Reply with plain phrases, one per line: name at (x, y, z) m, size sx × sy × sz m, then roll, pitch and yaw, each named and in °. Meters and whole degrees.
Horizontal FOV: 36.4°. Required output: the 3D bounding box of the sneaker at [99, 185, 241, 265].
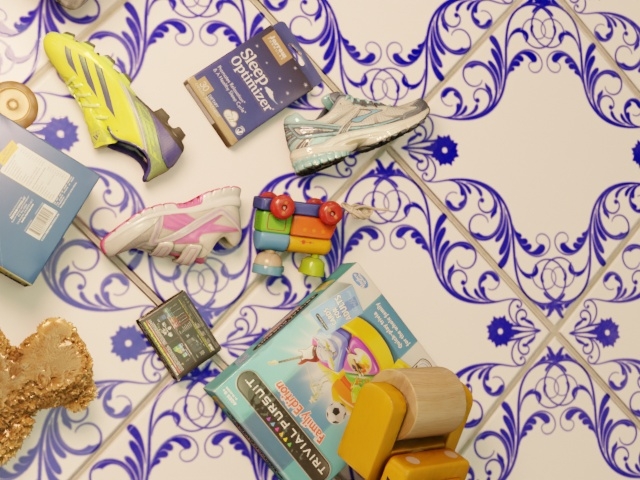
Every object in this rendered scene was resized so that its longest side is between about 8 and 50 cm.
sneaker at (-0.233, -0.008, 1.597) m, size 0.252 × 0.103 × 0.111 m, roll -17°, pitch 90°, yaw -20°

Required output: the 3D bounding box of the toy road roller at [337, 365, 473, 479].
toy road roller at (0.167, 0.390, 1.587) m, size 0.202 × 0.240 × 0.330 m, roll 4°, pitch 109°, yaw -43°

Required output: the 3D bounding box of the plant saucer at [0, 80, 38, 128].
plant saucer at (-0.495, -0.217, 1.560) m, size 0.083 × 0.015 × 0.084 m, roll 2°, pitch 85°, yaw -21°

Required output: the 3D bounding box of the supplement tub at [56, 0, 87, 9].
supplement tub at (-0.458, -0.535, 1.497) m, size 0.338 × 0.207 × 0.207 m, roll 36°, pitch 74°, yaw -14°

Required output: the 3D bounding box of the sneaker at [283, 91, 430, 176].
sneaker at (0.065, -0.217, 1.724) m, size 0.283 × 0.110 × 0.122 m, roll -22°, pitch 90°, yaw -21°

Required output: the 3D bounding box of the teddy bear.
teddy bear at (-0.515, 0.228, 1.483) m, size 0.338 × 0.113 × 0.245 m, roll -39°, pitch 92°, yaw -11°

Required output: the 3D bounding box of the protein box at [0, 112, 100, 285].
protein box at (-0.482, -0.064, 1.488) m, size 0.201 × 0.136 × 0.200 m, roll 33°, pitch 76°, yaw -16°

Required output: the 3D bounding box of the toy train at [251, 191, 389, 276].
toy train at (0.000, 0.000, 1.691) m, size 0.247 × 0.105 × 0.144 m, roll 7°, pitch 94°, yaw -20°

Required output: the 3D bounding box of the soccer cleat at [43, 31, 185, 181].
soccer cleat at (-0.349, -0.216, 1.576) m, size 0.289 × 0.093 × 0.121 m, roll 44°, pitch 79°, yaw -12°

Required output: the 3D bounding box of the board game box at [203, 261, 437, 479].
board game box at (0.009, 0.241, 1.682) m, size 0.336 × 0.079 × 0.254 m, roll -41°, pitch 100°, yaw -19°

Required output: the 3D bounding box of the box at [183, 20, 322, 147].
box at (-0.110, -0.280, 1.701) m, size 0.225 × 0.036 × 0.136 m, roll -38°, pitch 99°, yaw -20°

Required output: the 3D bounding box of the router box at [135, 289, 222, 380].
router box at (-0.235, 0.158, 1.617) m, size 0.092 × 0.038 × 0.122 m, roll -34°, pitch 98°, yaw -20°
